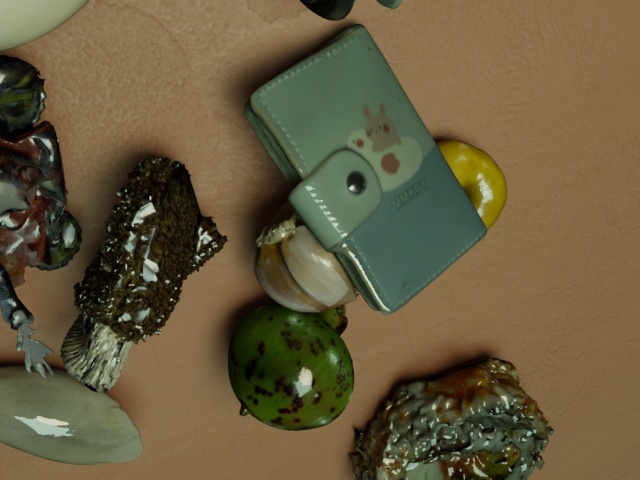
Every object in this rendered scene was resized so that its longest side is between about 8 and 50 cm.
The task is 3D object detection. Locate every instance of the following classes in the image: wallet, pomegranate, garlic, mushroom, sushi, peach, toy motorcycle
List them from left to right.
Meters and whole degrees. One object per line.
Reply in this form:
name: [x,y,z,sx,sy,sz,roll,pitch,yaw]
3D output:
toy motorcycle: [-0.395,-0.010,0.828,0.207,0.134,0.401,-31,133,-36]
mushroom: [-0.419,0.249,0.983,0.350,0.128,0.128,21,106,-26]
pomegranate: [-0.031,0.179,1.061,0.263,0.211,0.211,-46,126,-24]
garlic: [0.000,0.000,1.001,0.160,0.214,0.191,-20,122,41]
wallet: [0.068,-0.093,0.914,0.252,0.083,0.360,-38,99,-30]
peach: [0.206,-0.072,1.073,0.179,0.103,0.179,-7,122,-11]
sushi: [0.261,0.424,1.305,0.417,0.176,0.418,-9,119,-17]

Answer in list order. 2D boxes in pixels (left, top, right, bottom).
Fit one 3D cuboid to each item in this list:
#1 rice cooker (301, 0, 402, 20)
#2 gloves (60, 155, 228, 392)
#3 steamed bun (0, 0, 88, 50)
rice cooker: [0.046,-0.404,0.752,0.316,0.264,0.317,2,77,-9]
gloves: [-0.237,0.038,0.909,0.135,0.210,0.313,30,114,8]
steamed bun: [-0.342,-0.357,0.592,0.333,0.334,0.374,-22,127,-10]
